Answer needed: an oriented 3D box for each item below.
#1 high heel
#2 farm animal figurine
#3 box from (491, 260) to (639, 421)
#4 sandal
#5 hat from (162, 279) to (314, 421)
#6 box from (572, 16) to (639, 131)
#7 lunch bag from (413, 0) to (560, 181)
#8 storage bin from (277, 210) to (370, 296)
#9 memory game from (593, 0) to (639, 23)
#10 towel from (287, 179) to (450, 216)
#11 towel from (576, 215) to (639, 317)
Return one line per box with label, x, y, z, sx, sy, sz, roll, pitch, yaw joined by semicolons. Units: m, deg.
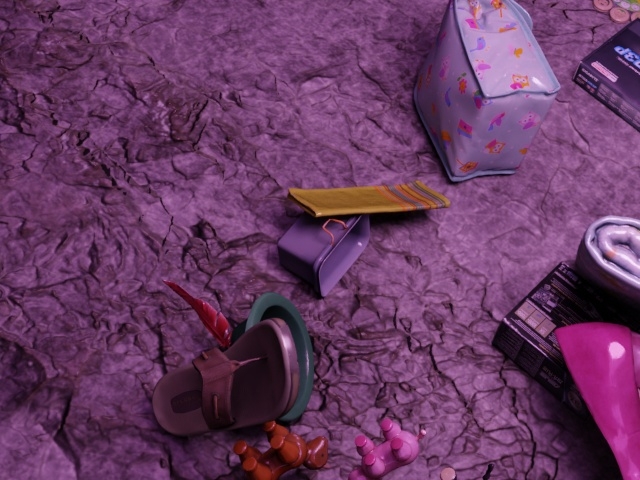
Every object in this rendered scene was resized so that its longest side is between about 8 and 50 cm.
high heel;0.379;0.300;1.439;0.181;0.127;0.377;7;77;15
farm animal figurine;0.022;0.380;1.330;0.330;0.172;0.326;13;60;38
box;0.369;0.145;1.584;0.180;0.077;0.147;40;63;19
sandal;-0.132;0.192;1.388;0.086;0.303;0.120;-1;68;-46
hat;-0.127;0.168;1.540;0.184;0.173;0.208;-14;43;26
box;0.580;-0.273;1.894;0.175;0.051;0.220;-37;68;-25
lunch bag;0.253;-0.263;1.753;0.160;0.223;0.262;-7;56;-17
storage bin;0.000;0.000;1.640;0.091;0.098;0.135;25;58;23
memory game;0.589;-0.469;2.045;0.186;0.012;0.186;2;57;-4
towel;0.075;-0.065;1.660;0.237;0.021;0.102;-5;20;-28
towel;0.525;0.097;1.501;0.375;0.320;0.090;31;87;13
